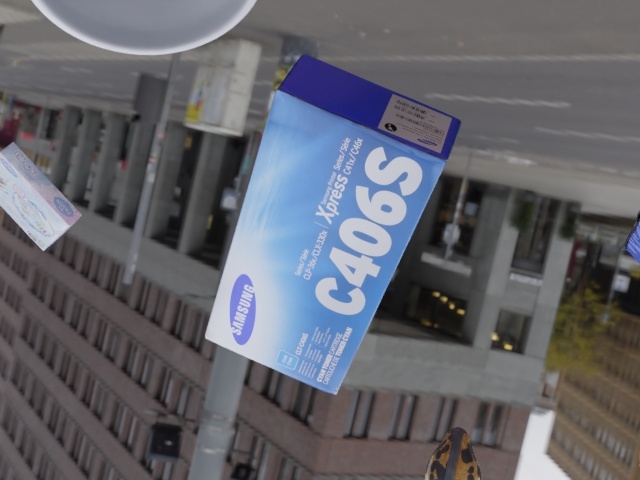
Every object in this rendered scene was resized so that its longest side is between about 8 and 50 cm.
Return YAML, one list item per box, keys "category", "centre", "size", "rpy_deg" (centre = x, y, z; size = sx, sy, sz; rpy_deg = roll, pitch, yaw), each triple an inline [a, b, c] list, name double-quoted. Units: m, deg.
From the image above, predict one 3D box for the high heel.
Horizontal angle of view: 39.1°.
- category: "high heel"
  centre: [0.180, 0.307, 1.172]
  size: [0.093, 0.186, 0.261]
  rpy_deg: [11, -173, 13]

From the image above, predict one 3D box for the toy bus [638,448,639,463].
- category: "toy bus"
  centre: [0.367, 0.087, 0.618]
  size: [0.108, 0.332, 0.130]
  rpy_deg: [57, 166, -25]

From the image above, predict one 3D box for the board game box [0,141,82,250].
- category: "board game box"
  centre: [-0.275, -0.039, 0.851]
  size: [0.090, 0.020, 0.090]
  rpy_deg: [49, 147, -10]

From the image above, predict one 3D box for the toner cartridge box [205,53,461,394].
- category: "toner cartridge box"
  centre: [0.000, 0.000, 0.914]
  size: [0.165, 0.348, 0.075]
  rpy_deg: [24, -138, 4]

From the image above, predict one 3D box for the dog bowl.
- category: "dog bowl"
  centre: [-0.191, -0.331, 0.967]
  size: [0.264, 0.104, 0.265]
  rpy_deg: [-6, 146, -4]

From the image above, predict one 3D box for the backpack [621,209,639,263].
- category: "backpack"
  centre: [0.388, -0.012, 0.941]
  size: [0.101, 0.098, 0.120]
  rpy_deg: [45, 172, 26]
